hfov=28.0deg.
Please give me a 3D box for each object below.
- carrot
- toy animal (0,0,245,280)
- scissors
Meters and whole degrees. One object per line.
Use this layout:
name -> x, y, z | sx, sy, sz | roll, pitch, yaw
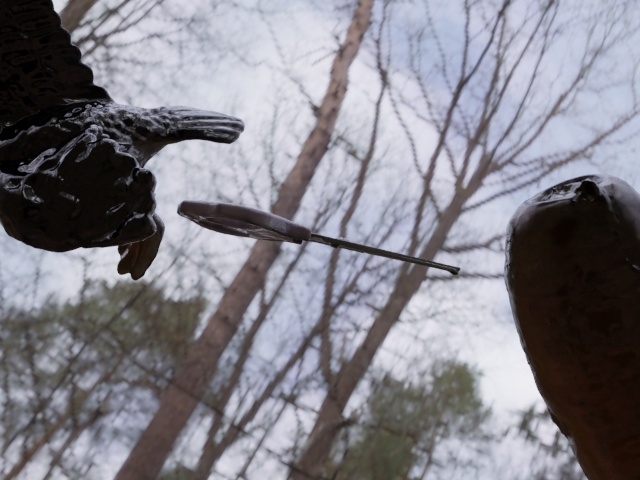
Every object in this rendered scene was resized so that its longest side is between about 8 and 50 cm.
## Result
carrot -> 0.111, 0.066, 0.427 | 0.060, 0.060, 0.186 | -17, -78, 34
toy animal -> -0.144, -0.032, 0.661 | 0.160, 0.272, 0.197 | 29, -70, -41
scissors -> 0.000, 0.000, 0.831 | 0.189, 0.015, 0.100 | 14, -6, -7
